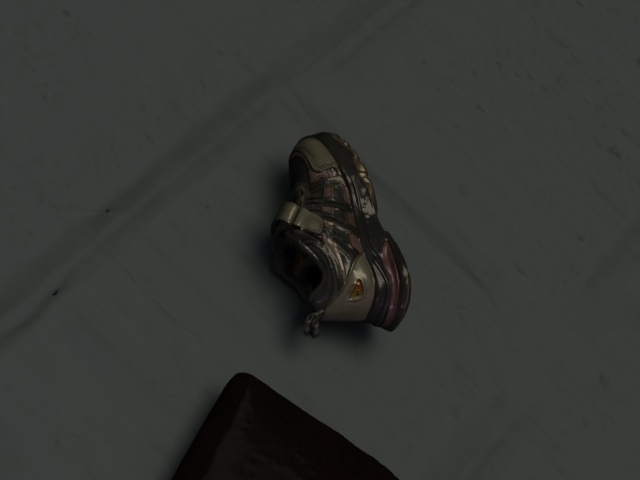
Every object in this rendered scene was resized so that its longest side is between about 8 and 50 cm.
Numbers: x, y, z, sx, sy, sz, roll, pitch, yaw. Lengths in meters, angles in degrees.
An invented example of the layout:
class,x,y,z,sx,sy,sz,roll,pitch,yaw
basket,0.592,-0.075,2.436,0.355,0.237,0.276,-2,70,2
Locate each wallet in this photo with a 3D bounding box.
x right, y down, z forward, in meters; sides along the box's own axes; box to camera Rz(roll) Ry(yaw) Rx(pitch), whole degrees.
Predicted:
class,x,y,z,sx,sy,sz,roll,pitch,yaw
wallet,-0.039,0.229,1.185,0.182,0.049,0.229,37,51,-7

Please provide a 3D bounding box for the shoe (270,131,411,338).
class,x,y,z,sx,sy,sz,roll,pitch,yaw
shoe,0.000,0.000,1.331,0.092,0.089,0.180,-14,67,-23
